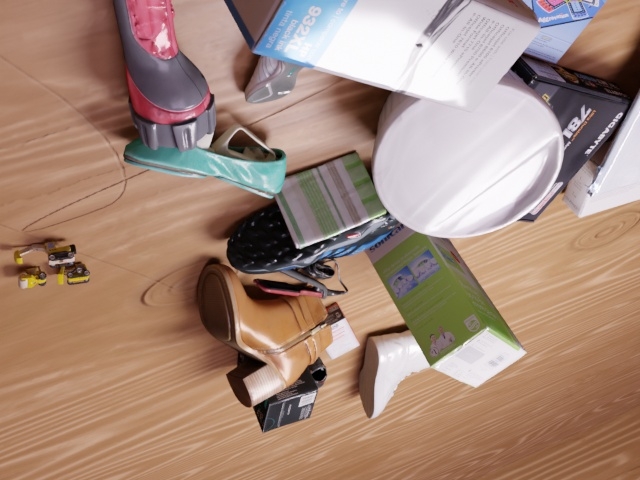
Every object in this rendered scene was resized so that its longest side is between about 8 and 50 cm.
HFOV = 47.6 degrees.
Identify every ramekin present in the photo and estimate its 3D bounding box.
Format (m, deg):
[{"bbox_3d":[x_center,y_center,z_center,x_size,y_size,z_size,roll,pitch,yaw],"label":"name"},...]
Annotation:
[{"bbox_3d":[0.204,-0.143,1.061,0.273,0.127,0.272,-1,131,-1],"label":"ramekin"}]

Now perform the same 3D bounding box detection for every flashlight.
[{"bbox_3d":[-0.171,-0.234,0.772,0.103,0.103,0.304,-15,144,-16],"label":"flashlight"}]

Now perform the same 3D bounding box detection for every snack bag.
[{"bbox_3d":[0.666,-0.228,1.300,0.343,0.037,0.323,-14,140,-22],"label":"snack bag"}]

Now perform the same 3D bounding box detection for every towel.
[{"bbox_3d":[0.011,-0.062,1.116,0.152,0.113,0.023,-21,170,-13],"label":"towel"}]

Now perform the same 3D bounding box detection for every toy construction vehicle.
[{"bbox_3d":[-0.383,0.034,1.037,0.098,0.035,0.086,-9,152,-22],"label":"toy construction vehicle"}]

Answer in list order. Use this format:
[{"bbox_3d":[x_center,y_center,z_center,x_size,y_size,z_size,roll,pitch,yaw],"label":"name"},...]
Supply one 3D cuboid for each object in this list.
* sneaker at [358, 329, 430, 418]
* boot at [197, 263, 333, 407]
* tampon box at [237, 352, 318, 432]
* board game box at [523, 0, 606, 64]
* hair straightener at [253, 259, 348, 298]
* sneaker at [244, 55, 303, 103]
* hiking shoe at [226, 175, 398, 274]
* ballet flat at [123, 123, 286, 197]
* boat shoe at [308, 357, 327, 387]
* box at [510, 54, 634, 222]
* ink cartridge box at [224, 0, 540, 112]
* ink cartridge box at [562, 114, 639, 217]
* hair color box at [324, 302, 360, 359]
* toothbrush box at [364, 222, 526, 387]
[{"bbox_3d":[0.187,0.314,1.710,0.169,0.108,0.292,-12,141,-17],"label":"sneaker"},{"bbox_3d":[-0.084,0.131,1.286,0.220,0.109,0.283,-32,112,-35],"label":"boot"},{"bbox_3d":[-0.087,0.265,1.414,0.102,0.161,0.120,-13,144,-21],"label":"tampon box"},{"bbox_3d":[0.286,-0.340,1.014,0.281,0.027,0.145,4,135,-38],"label":"board game box"},{"bbox_3d":[-0.017,0.060,1.277,0.230,0.047,0.089,18,101,-49],"label":"hair straightener"},{"bbox_3d":[-0.052,-0.226,0.912,0.054,0.061,0.152,-8,160,-39],"label":"sneaker"},{"bbox_3d":[0.000,0.000,1.180,0.304,0.113,0.132,-18,151,-8],"label":"hiking shoe"},{"bbox_3d":[-0.145,-0.122,0.970,0.247,0.083,0.087,10,106,-42],"label":"ballet flat"},{"bbox_3d":[-0.010,0.301,1.618,0.049,0.042,0.133,-22,146,-12],"label":"boat shoe"},{"bbox_3d":[0.351,-0.161,1.251,0.294,0.073,0.295,5,134,-37],"label":"box"},{"bbox_3d":[0.047,-0.274,0.763,0.308,0.223,0.129,5,134,-39],"label":"ink cartridge box"},{"bbox_3d":[0.644,-0.188,1.417,0.297,0.066,0.261,-16,140,-18],"label":"ink cartridge box"},{"bbox_3d":[0.029,0.189,1.499,0.072,0.043,0.141,-27,146,-1],"label":"hair color box"},{"bbox_3d":[0.219,0.102,1.307,0.122,0.283,0.206,-40,143,14],"label":"toothbrush box"}]
